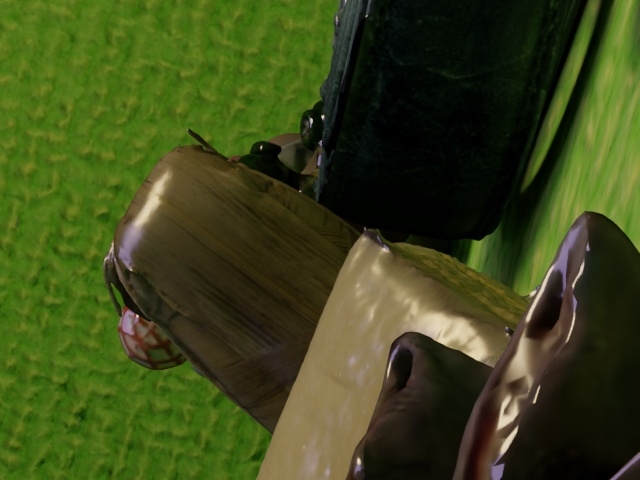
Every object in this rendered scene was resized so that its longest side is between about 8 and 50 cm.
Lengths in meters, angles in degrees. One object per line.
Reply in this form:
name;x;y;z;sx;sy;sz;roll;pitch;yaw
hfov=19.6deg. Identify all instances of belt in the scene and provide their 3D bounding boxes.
belt;0.065;-0.123;0.867;0.267;0.116;0.206;104;176;-45

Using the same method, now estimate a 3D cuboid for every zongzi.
zongzi;-0.005;0.045;0.797;0.099;0.194;0.197;-52;8;5

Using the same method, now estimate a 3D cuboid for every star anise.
star anise;0.041;0.111;0.318;0.209;0.089;0.231;-126;49;-71

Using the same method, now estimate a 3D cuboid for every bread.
bread;0.023;0.097;0.574;0.139;0.060;0.178;32;103;59

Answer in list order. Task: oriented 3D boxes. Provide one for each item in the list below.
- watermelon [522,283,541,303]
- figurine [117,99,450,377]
watermelon;0.043;0.130;0.637;0.119;0.063;0.245;139;149;-62
figurine;0.000;0.000;1.196;0.281;0.167;0.370;-40;-2;-23
